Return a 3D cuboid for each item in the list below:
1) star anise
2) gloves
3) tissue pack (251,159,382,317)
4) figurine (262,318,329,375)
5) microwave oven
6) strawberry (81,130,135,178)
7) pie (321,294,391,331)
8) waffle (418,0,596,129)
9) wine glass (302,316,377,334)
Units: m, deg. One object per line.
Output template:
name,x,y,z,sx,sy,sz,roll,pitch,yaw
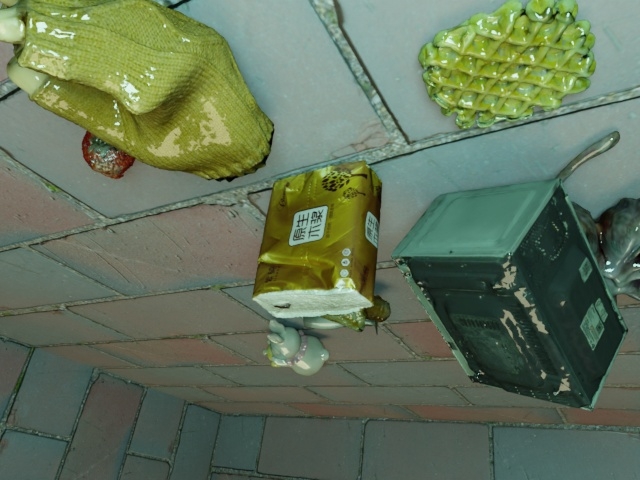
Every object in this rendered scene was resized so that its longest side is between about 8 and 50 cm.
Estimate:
star anise,0.457,0.011,0.781,0.315,0.139,0.360,18,137,-7
gloves,-0.202,-0.183,0.562,0.203,0.156,0.356,-3,165,33
tissue pack,0.000,0.000,0.763,0.183,0.226,0.092,-11,144,30
figurine,-0.103,0.318,1.481,0.235,0.127,0.155,36,151,-32
microwave oven,0.282,0.086,0.739,0.237,0.181,0.295,-2,128,55
strawberry,-0.327,-0.135,0.762,0.083,0.083,0.096,19,152,-18
pie,-0.001,0.127,1.124,0.257,0.106,0.274,-4,150,38
waffle,0.211,-0.194,0.559,0.183,0.036,0.169,-9,149,32
wine glass,0.054,0.214,1.305,0.197,0.066,0.066,2,150,11
